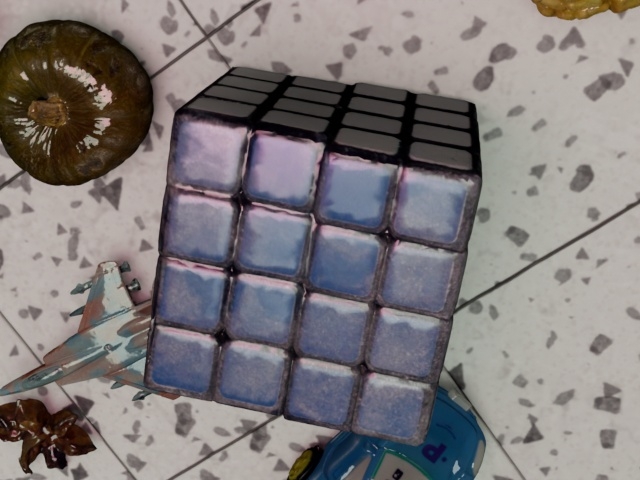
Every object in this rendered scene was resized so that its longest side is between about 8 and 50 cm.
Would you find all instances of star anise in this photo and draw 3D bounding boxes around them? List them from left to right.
[{"bbox_3d":[-0.413,0.284,1.578,0.168,0.057,0.168,4,125,6],"label":"star anise"}]

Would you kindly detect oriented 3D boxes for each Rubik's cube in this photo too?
[{"bbox_3d":[0.000,0.000,1.291,0.337,0.344,0.344,12,111,3],"label":"Rubik's cube"}]

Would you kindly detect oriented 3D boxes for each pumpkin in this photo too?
[{"bbox_3d":[-0.325,-0.179,1.367,0.219,0.162,0.219,4,110,10],"label":"pumpkin"}]

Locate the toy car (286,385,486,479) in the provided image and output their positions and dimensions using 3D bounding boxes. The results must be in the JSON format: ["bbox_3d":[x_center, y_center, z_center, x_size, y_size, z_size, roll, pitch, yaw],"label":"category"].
[{"bbox_3d":[0.093,0.336,1.491,0.198,0.166,0.314,40,108,-11],"label":"toy car"}]

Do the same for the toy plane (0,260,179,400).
[{"bbox_3d":[-0.317,0.153,1.509,0.326,0.104,0.223,-22,104,18],"label":"toy plane"}]

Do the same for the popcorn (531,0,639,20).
[{"bbox_3d":[0.334,-0.334,1.250,0.194,0.140,0.163,-43,91,7],"label":"popcorn"}]
